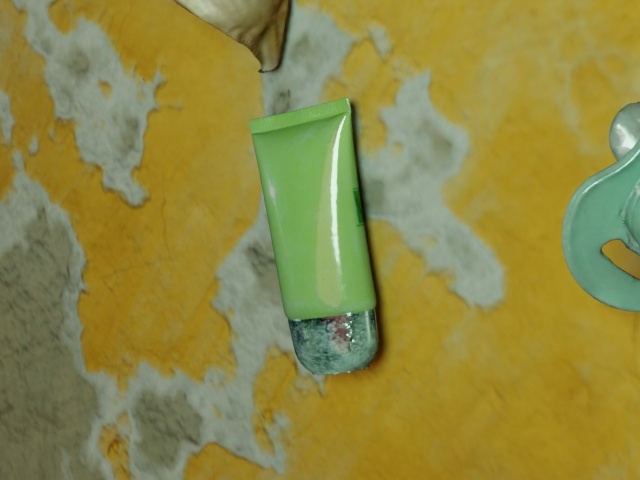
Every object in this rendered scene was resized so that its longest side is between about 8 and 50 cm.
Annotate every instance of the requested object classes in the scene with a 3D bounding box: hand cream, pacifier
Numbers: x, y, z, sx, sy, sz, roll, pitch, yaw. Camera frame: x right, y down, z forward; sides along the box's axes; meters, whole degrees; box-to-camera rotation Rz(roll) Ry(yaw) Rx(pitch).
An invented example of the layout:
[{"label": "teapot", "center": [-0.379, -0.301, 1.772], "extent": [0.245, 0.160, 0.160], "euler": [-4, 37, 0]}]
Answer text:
[{"label": "hand cream", "center": [0.000, 0.000, 1.007], "extent": [0.095, 0.046, 0.175], "euler": [-8, 90, 47]}, {"label": "pacifier", "center": [0.189, -0.033, 0.788], "extent": [0.150, 0.126, 0.116], "euler": [-57, 24, 20]}]

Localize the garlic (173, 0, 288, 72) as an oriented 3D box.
[{"label": "garlic", "center": [-0.093, -0.212, 0.986], "extent": [0.207, 0.115, 0.128], "euler": [54, 127, 15]}]
